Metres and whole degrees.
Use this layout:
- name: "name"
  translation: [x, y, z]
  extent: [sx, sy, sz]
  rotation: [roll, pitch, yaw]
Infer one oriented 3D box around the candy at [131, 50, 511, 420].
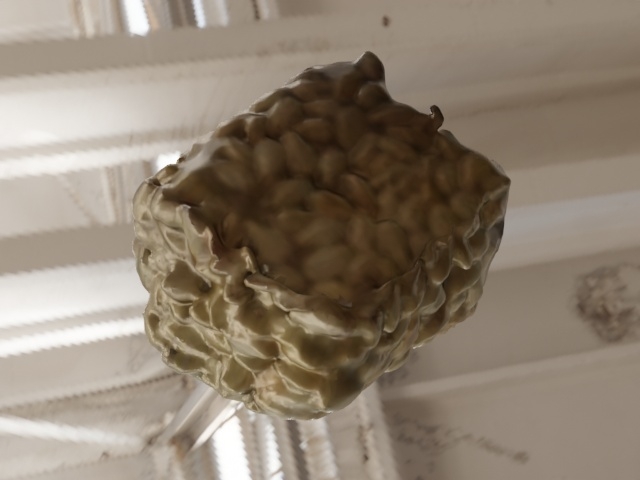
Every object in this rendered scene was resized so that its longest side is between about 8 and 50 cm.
- name: "candy"
  translation: [0.000, 0.000, 0.471]
  extent: [0.095, 0.085, 0.110]
  rotation: [30, -134, 20]
